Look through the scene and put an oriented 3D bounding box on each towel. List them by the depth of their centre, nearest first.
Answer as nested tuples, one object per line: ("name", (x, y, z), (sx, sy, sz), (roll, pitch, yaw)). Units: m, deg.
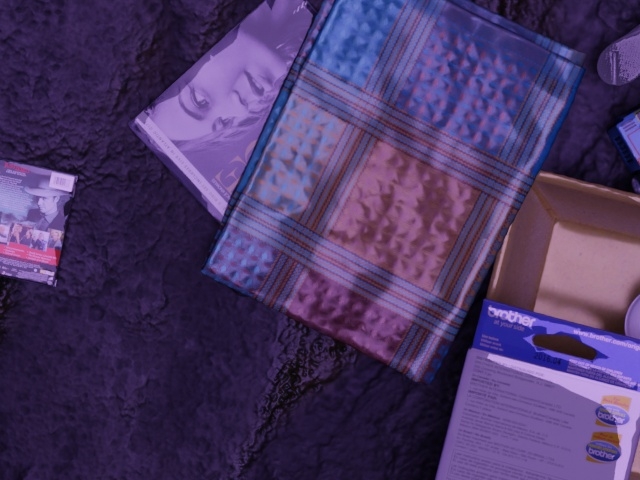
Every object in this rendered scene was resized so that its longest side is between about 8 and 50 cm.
("towel", (0.072, -0.076, 1.817), (0.271, 0.040, 0.370), (26, 93, 6))

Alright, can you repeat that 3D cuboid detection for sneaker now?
("sneaker", (0.347, -0.210, 1.837), (0.152, 0.061, 0.054), (-30, 91, 13))

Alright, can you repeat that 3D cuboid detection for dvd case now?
("dvd case", (-0.060, -0.132, 1.858), (0.221, 0.018, 0.164), (-42, 97, 3))
("dvd case", (-0.302, -0.019, 1.865), (0.087, 0.013, 0.119), (12, 98, -4))

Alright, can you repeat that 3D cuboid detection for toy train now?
("toy train", (0.387, -0.116, 1.850), (0.184, 0.080, 0.105), (-30, 89, -1))

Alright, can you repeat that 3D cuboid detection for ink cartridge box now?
("ink cartridge box", (0.212, 0.225, 1.808), (0.185, 0.065, 0.311), (14, 99, 9))

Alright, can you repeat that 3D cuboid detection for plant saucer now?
("plant saucer", (0.325, 0.121, 1.852), (0.332, 0.081, 0.333), (15, 97, 8))

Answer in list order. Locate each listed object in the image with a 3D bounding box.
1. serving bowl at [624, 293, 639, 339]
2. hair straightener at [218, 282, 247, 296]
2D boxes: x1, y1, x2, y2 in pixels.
("serving bowl", (0.342, 0.084, 1.792), (0.083, 0.027, 0.083), (1, 94, 10))
("hair straightener", (0.000, 0.000, 1.871), (0.230, 0.047, 0.089), (-15, 89, 5))
